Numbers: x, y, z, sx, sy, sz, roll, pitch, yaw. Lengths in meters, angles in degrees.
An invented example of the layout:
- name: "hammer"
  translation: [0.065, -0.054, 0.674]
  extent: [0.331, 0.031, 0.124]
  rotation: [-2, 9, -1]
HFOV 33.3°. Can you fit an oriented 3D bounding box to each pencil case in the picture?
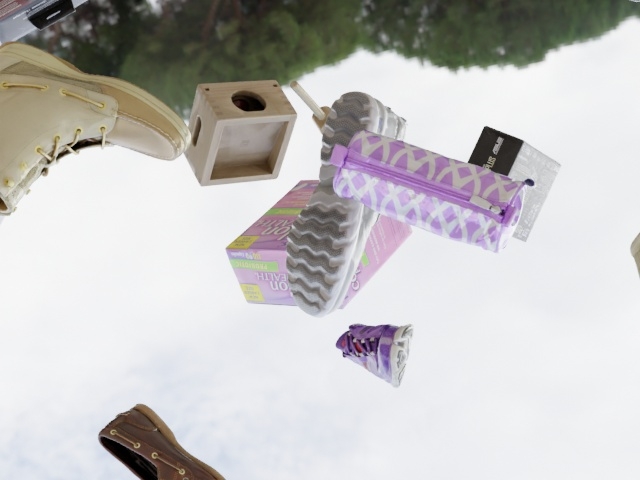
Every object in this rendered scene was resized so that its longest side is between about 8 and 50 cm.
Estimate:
- name: "pencil case"
  translation: [0.116, -0.052, 1.130]
  extent: [0.206, 0.086, 0.088]
  rotation: [19, -171, 16]

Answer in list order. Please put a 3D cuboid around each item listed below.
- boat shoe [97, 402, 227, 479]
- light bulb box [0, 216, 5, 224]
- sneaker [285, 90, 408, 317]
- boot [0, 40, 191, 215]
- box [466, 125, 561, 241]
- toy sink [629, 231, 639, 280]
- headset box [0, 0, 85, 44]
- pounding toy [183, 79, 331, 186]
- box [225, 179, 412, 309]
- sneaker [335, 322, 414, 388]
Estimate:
- name: "boat shoe"
  translation: [-0.178, 0.286, 1.274]
  extent: [0.207, 0.073, 0.073]
  rotation: [38, -143, 15]
- name: "light bulb box"
  translation: [-0.666, -0.145, 1.645]
  extent: [0.225, 0.361, 0.358]
  rotation: [-57, -175, 13]
- name: "sneaker"
  translation: [0.047, -0.035, 1.315]
  extent: [0.115, 0.281, 0.105]
  rotation: [9, -167, -45]
- name: "boot"
  translation: [-0.304, -0.107, 1.256]
  extent: [0.262, 0.095, 0.203]
  rotation: [24, -123, 0]
- name: "box"
  translation: [0.303, -0.089, 1.747]
  extent: [0.077, 0.180, 0.147]
  rotation: [27, -84, 33]
- name: "toy sink"
  translation: [0.491, 0.006, 1.357]
  extent: [0.131, 0.153, 0.234]
  rotation: [30, -154, -4]
- name: "headset box"
  translation: [-0.549, -0.510, 1.931]
  extent: [0.218, 0.293, 0.110]
  rotation: [-32, 173, -11]
- name: "pounding toy"
  translation: [-0.080, -0.184, 1.562]
  extent: [0.206, 0.181, 0.094]
  rotation: [-8, -131, -29]
- name: "box"
  translation: [0.000, 0.000, 1.846]
  extent: [0.213, 0.117, 0.243]
  rotation: [2, -147, 38]
- name: "sneaker"
  translation: [0.054, 0.118, 1.139]
  extent: [0.071, 0.068, 0.170]
  rotation: [14, 170, -7]
